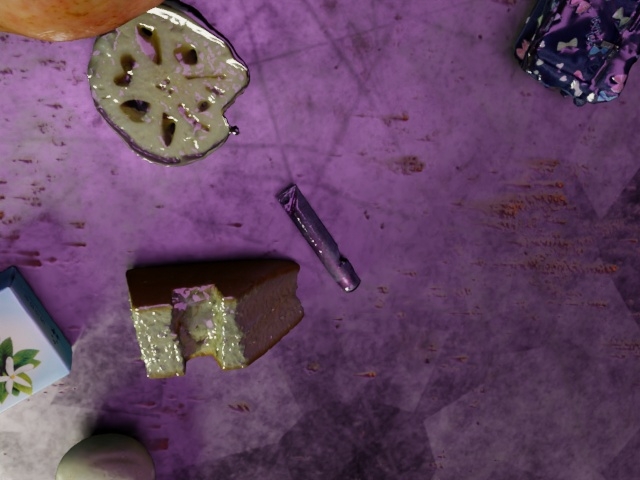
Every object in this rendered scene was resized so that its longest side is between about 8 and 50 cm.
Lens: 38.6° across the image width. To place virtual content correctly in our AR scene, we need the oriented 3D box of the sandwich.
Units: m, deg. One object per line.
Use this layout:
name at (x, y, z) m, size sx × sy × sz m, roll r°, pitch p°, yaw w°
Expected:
sandwich at (-0.131, 0.093, 1.208) m, size 0.235 × 0.128 × 0.122 m, roll -8°, pitch 116°, yaw -11°

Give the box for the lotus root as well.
lotus root at (-0.184, -0.200, 1.132) m, size 0.183 × 0.078 × 0.203 m, roll -36°, pitch 105°, yaw 13°

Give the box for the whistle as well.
whistle at (0.000, 0.000, 1.260) m, size 0.033 × 0.033 × 0.176 m, roll -35°, pitch 112°, yaw -1°

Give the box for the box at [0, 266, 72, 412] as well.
box at (-0.454, 0.157, 1.169) m, size 0.232 × 0.083 × 0.142 m, roll -30°, pitch 112°, yaw -5°

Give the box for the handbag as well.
handbag at (0.373, -0.311, 1.215) m, size 0.162 × 0.113 × 0.260 m, roll 22°, pitch 101°, yaw -14°

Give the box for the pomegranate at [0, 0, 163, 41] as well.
pomegranate at (-0.271, -0.363, 0.949) m, size 0.338 × 0.338 × 0.338 m, roll -4°, pitch 107°, yaw -13°

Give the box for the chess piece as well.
chess piece at (-0.298, 0.427, 1.257) m, size 0.182 × 0.182 × 0.330 m, roll 1°, pitch 100°, yaw -14°
